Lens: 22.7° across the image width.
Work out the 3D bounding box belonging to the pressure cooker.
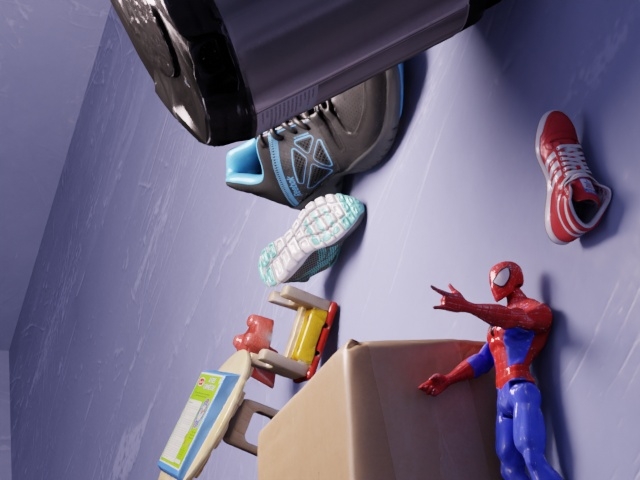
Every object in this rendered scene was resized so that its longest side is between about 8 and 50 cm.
[{"bbox_3d":[-0.006,-0.327,1.558,0.370,0.420,0.375,48,163,57],"label":"pressure cooker"}]

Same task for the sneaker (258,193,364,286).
[{"bbox_3d":[0.000,0.000,1.936,0.166,0.076,0.065,-37,61,32],"label":"sneaker"}]

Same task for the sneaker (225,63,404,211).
[{"bbox_3d":[-0.006,-0.132,1.877,0.341,0.140,0.125,126,148,-53],"label":"sneaker"}]

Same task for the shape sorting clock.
[{"bbox_3d":[-0.137,0.222,1.902,0.206,0.040,0.206,-58,13,21],"label":"shape sorting clock"}]

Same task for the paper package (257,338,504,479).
[{"bbox_3d":[0.058,0.295,1.521,0.309,0.168,0.324,129,142,-59],"label":"paper package"}]

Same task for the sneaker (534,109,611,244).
[{"bbox_3d":[0.216,-0.059,1.364,0.067,0.042,0.118,150,116,-71],"label":"sneaker"}]

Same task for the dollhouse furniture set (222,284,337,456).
[{"bbox_3d":[-0.064,0.262,1.972,0.201,0.152,0.374,-24,44,69],"label":"dollhouse furniture set"}]

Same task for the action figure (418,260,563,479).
[{"bbox_3d":[0.141,0.145,1.388,0.091,0.139,0.280,136,139,-60],"label":"action figure"}]
